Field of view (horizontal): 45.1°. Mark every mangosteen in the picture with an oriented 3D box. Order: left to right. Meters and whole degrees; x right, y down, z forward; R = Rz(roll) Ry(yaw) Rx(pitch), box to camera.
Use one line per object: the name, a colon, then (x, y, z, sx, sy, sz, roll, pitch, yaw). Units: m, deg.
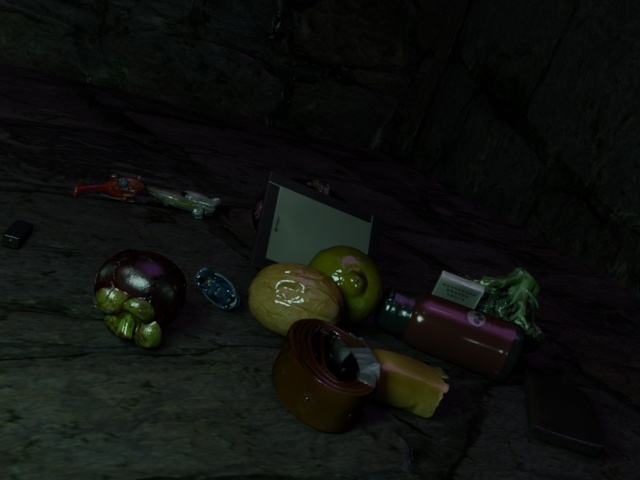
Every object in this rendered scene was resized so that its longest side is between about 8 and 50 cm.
mangosteen: (-0.331, 0.103, 1.392, 0.166, 0.166, 0.180, 18, 41, -9)

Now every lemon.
lemon: (0.049, 0.101, 1.777, 0.184, 0.184, 0.248, 17, 0, -12)

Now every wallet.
wallet: (0.531, 0.378, 1.705, 0.165, 0.042, 0.309, 20, 15, 6)

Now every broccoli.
broccoli: (0.458, 0.177, 1.959, 0.269, 0.241, 0.261, 48, -5, -5)

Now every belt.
belt: (0.011, 0.242, 1.419, 0.184, 0.105, 0.261, 20, 16, -8)

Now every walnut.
walnut: (-0.053, 0.127, 1.618, 0.206, 0.159, 0.159, 14, 17, 1)

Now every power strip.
power strip: (-0.629, -0.013, 1.599, 0.038, 0.029, 0.111, 17, 15, -10)

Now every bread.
bread: (0.159, 0.273, 1.523, 0.173, 0.085, 0.134, 19, 16, -5)

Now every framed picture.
framed picture: (0.000, 0.000, 1.924, 0.347, 0.265, 0.016, 21, -27, -24)

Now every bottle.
bottle: (0.292, 0.205, 1.792, 0.336, 0.144, 0.144, 21, 17, 5)

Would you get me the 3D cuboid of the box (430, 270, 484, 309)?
box: (0.310, 0.165, 1.860, 0.109, 0.198, 0.029, 21, 42, 3)

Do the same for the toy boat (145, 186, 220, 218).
toy boat: (-0.385, -0.114, 2.138, 0.210, 0.066, 0.084, 17, 16, -9)

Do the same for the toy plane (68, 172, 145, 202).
toy plane: (-0.557, -0.139, 2.018, 0.194, 0.077, 0.126, 5, 12, -18)

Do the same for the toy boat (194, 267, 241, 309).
toy boat: (-0.221, 0.106, 1.650, 0.137, 0.060, 0.061, 39, 5, 32)

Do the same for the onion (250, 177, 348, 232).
onion: (-0.025, -0.051, 2.066, 0.314, 0.232, 0.314, 22, 36, -17)
